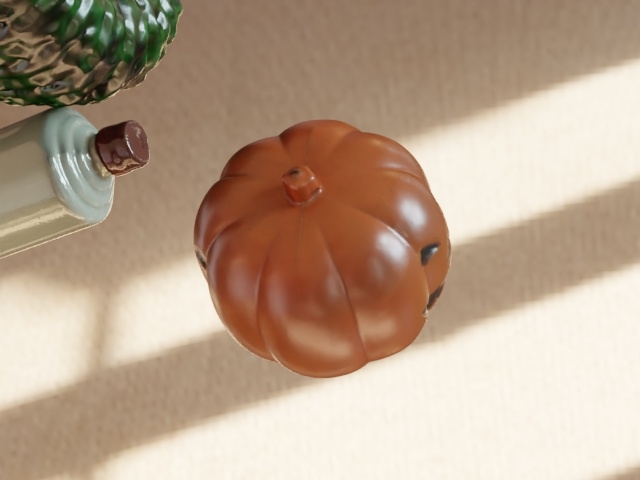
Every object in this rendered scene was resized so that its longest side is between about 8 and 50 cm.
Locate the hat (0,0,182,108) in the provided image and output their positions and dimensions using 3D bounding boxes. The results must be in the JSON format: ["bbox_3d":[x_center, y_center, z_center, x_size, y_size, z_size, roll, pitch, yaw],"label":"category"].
[{"bbox_3d":[-0.297,-0.228,1.609,0.332,0.274,0.242,-3,56,29],"label":"hat"}]

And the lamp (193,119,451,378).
[{"bbox_3d":[0.000,0.000,1.446,0.187,0.164,0.188,-7,55,10],"label":"lamp"}]

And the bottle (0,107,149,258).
[{"bbox_3d":[-0.252,-0.043,1.648,0.245,0.104,0.104,-20,30,22],"label":"bottle"}]
